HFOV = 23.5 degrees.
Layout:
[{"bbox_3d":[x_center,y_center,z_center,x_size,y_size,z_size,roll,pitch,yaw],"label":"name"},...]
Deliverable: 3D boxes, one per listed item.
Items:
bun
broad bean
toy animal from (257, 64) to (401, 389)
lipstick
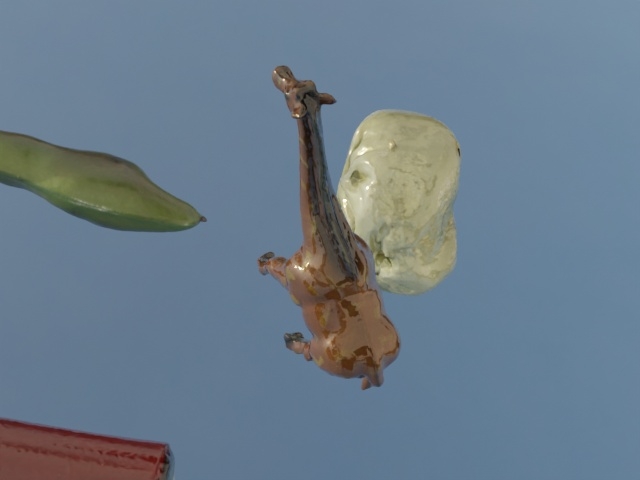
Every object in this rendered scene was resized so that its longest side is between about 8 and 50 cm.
[{"bbox_3d":[0.081,-0.040,1.773,0.145,0.229,0.229,-10,-121,-15],"label":"bun"},{"bbox_3d":[-0.258,-0.065,1.376,0.325,0.075,0.067,17,-95,-1],"label":"broad bean"},{"bbox_3d":[0.000,0.000,1.084,0.066,0.230,0.224,-24,-93,-17],"label":"toy animal"},{"bbox_3d":[-0.224,0.159,1.072,0.241,0.080,0.080,9,-132,1],"label":"lipstick"}]
